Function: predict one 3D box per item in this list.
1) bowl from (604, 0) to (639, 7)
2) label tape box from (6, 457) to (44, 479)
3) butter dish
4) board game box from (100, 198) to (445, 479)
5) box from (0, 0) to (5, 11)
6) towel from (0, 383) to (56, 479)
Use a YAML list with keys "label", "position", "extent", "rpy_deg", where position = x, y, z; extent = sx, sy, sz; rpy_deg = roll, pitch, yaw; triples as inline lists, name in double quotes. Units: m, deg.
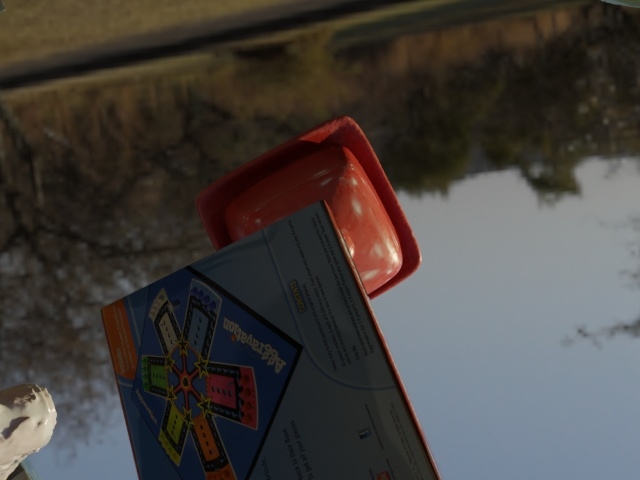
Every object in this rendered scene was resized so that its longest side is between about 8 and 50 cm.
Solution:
- label: "bowl"
  position: [0.171, -0.264, 0.680]
  extent: [0.289, 0.289, 0.156]
  rpy_deg: [-5, 177, 14]
- label: "label tape box"
  position: [-0.234, 0.351, 1.369]
  extent: [0.106, 0.240, 0.334]
  rpy_deg: [-36, -128, -12]
- label: "butter dish"
  position: [0.000, 0.000, 1.222]
  extent: [0.160, 0.160, 0.118]
  rpy_deg: [-28, -165, -5]
- label: "board game box"
  position: [-0.021, 0.108, 0.739]
  extent: [0.145, 0.027, 0.281]
  rpy_deg: [-25, -134, 4]
- label: "box"
  position: [-0.335, -0.201, 1.037]
  extent: [0.180, 0.147, 0.077]
  rpy_deg: [-5, -155, 37]
- label: "towel"
  position: [-0.367, 0.208, 1.050]
  extent: [0.332, 0.053, 0.317]
  rpy_deg: [-21, 168, -24]
